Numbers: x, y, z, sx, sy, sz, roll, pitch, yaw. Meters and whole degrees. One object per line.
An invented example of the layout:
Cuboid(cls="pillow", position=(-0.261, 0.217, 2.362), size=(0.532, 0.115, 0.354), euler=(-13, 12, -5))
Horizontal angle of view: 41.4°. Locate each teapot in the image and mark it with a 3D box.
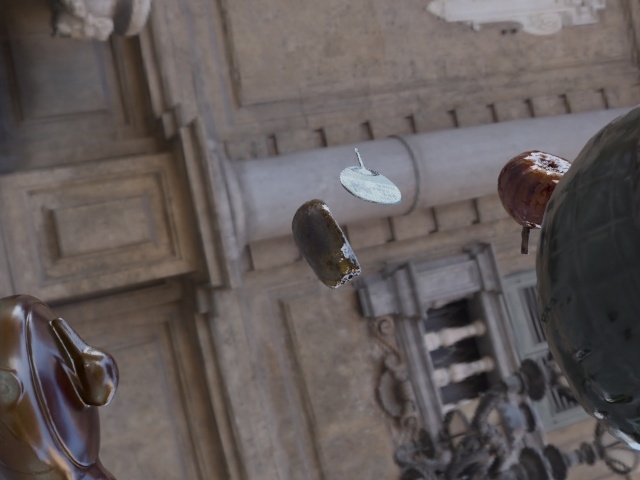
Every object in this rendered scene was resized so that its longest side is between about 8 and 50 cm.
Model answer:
Cuboid(cls="teapot", position=(-0.148, 0.090, 0.475), size=(0.098, 0.078, 0.129), euler=(-100, 171, -85))

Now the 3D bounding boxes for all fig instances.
Cuboid(cls="fig", position=(0.339, -0.064, 1.280), size=(0.150, 0.128, 0.128), euler=(61, -18, -21))

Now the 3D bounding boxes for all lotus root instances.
Cuboid(cls="lotus root", position=(0.000, -0.001, 0.674), size=(0.083, 0.037, 0.030), euler=(63, -3, 36))

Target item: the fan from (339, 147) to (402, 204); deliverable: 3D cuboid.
Cuboid(cls="fan", position=(0.037, -0.057, 0.766), size=(0.080, 0.060, 0.003), euler=(47, -51, 28))

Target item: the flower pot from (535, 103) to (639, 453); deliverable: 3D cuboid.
Cuboid(cls="flower pot", position=(0.301, 0.017, 0.531), size=(0.213, 0.302, 0.301), euler=(101, -30, -65))
